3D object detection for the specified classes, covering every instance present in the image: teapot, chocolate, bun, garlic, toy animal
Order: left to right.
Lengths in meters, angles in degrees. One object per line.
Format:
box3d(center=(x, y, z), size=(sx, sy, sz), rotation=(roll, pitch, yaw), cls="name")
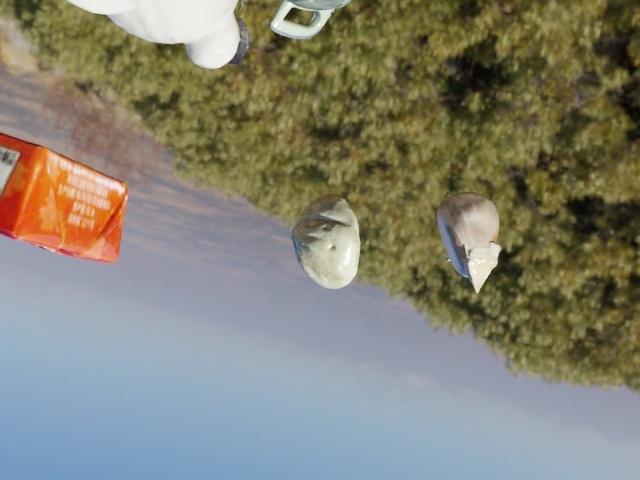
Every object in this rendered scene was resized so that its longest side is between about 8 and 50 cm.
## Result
box3d(center=(-0.359, -0.064, 1.047), size=(0.237, 0.108, 0.235), rotation=(20, 178, 16), cls="chocolate")
box3d(center=(-0.231, -0.327, 1.058), size=(0.194, 0.258, 0.357), rotation=(-40, 167, 28), cls="toy animal")
box3d(center=(0.000, -0.362, 1.346), size=(0.111, 0.149, 0.108), rotation=(9, 178, 38), cls="teapot")
box3d(center=(0.000, 0.000, 1.716), size=(0.102, 0.183, 0.183), rotation=(-5, -179, -23), cls="bun")
box3d(center=(0.262, -0.020, 1.727), size=(0.128, 0.148, 0.266), rotation=(33, -173, -2), cls="garlic")
